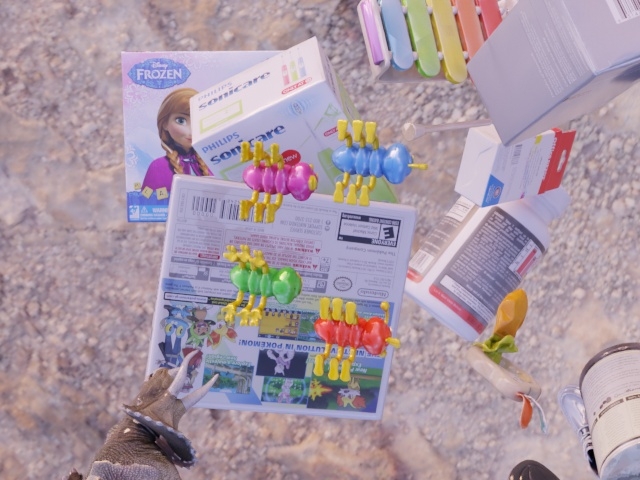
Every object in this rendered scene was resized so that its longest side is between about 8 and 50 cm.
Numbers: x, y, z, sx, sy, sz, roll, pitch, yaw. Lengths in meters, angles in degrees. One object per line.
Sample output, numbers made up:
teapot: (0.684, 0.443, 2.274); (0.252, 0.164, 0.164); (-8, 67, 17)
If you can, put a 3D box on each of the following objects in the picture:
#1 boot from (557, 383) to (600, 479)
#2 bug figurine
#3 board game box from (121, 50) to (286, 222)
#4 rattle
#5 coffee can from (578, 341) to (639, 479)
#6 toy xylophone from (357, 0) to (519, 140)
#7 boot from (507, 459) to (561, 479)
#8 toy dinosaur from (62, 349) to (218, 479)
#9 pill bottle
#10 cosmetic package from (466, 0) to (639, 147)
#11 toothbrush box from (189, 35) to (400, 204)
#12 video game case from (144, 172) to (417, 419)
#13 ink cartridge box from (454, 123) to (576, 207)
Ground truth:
boot: (0.588, 0.419, 1.967); (0.258, 0.123, 0.095); (50, 117, 22)
bug figurine: (0.000, 0.000, 1.008); (0.216, 0.072, 0.279); (12, 105, 20)
board game box: (-0.205, -0.193, 1.732); (0.318, 0.066, 0.318); (-1, 98, 1)
rattle: (0.305, 0.177, 1.362); (0.143, 0.200, 0.130); (-43, 102, 4)
coffee can: (0.616, 0.358, 1.776); (0.201, 0.275, 0.202); (3, 122, 5)
toy xylophone: (0.194, -0.284, 1.427); (0.081, 0.322, 0.236); (-22, 88, 56)
boot: (0.317, 0.430, 1.305); (0.236, 0.085, 0.179); (58, 162, 14)
toy dinosaur: (-0.164, 0.268, 0.838); (0.160, 0.121, 0.314); (-17, 74, 16)
pill bottle: (0.345, 0.011, 1.934); (0.210, 0.210, 0.363); (38, 88, 4)
cosmetic package: (0.230, -0.173, 0.825); (0.238, 0.127, 0.107); (111, 135, -80)
toothbrush box: (-0.031, -0.119, 1.355); (0.206, 0.122, 0.283); (-23, 131, 12)
video game case: (-0.051, 0.081, 1.227); (0.328, 0.036, 0.300); (7, 98, -16)
ink cartridge box: (0.372, -0.153, 1.756); (0.078, 0.231, 0.134); (38, 128, 40)
